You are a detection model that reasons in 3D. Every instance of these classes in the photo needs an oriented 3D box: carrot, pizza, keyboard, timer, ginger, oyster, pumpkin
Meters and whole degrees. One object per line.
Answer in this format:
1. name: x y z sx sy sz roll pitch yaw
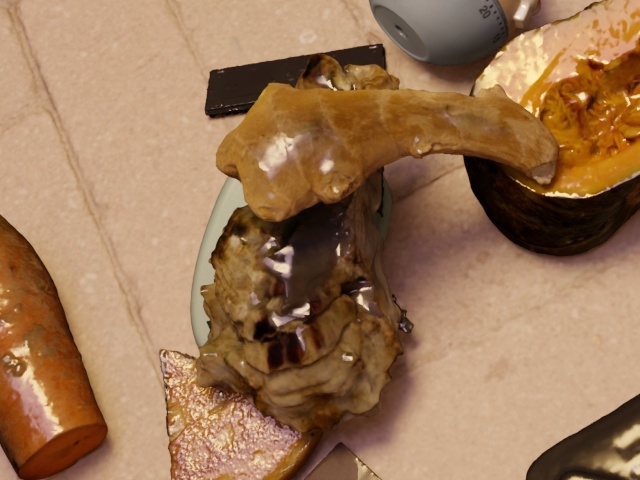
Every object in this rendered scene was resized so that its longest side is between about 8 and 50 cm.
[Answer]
1. carrot: -0.310 0.086 1.584 0.138 0.139 0.302 -37 66 0
2. pizza: -0.100 0.177 1.494 0.176 0.036 0.185 38 86 20
3. keyboard: -0.026 -0.165 1.663 0.195 0.018 0.060 -7 56 17
4. timer: 0.169 -0.268 1.563 0.255 0.175 0.175 -24 59 -1
5. ginger: 0.058 -0.079 1.369 0.294 0.086 0.131 -1 51 -3
6. oyster: 0.008 0.002 1.454 0.197 0.133 0.337 18 77 -3
7. pumpkin: 0.272 -0.132 1.468 0.317 0.139 0.222 -27 64 10

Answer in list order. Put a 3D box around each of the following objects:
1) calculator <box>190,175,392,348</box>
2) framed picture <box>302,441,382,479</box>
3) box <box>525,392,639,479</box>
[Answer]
1. calculator: -0.029 -0.001 1.567 0.184 0.042 0.295 10 70 24
2. framed picture: 0.004 0.281 1.429 0.168 0.023 0.128 -46 58 -5
3. box: 0.345 0.230 1.296 0.290 0.073 0.289 -31 59 4
